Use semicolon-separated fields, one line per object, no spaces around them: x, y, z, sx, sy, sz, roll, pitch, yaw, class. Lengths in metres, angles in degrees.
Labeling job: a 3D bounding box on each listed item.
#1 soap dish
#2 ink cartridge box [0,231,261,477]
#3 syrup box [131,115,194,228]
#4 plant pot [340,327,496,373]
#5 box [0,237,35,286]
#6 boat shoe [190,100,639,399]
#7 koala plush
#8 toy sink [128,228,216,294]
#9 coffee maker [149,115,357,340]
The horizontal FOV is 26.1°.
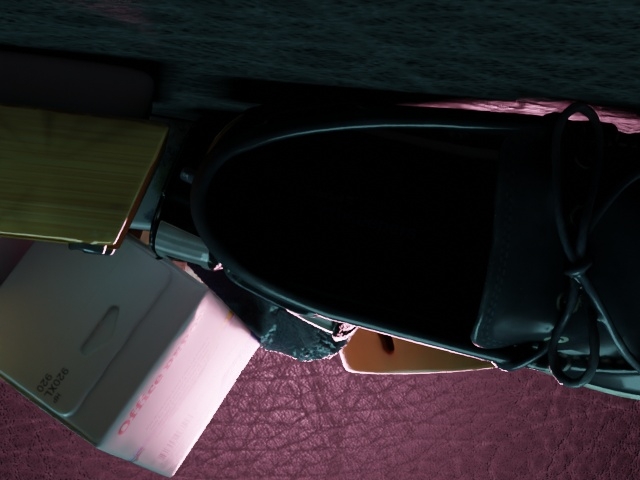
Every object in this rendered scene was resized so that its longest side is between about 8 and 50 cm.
-0.249;-0.060;0.919;0.291;0.118;0.229;6;178;-8;soap dish
-0.189;0.098;1.309;0.168;0.171;0.232;32;171;17;ink cartridge box
-0.134;-0.054;1.194;0.237;0.093;0.096;6;179;-40;syrup box
0.122;0.054;1.682;0.291;0.203;0.291;-2;179;0;plant pot
-0.434;-0.041;1.328;0.345;0.168;0.215;5;178;14;box
0.146;0.005;0.889;0.500;0.187;0.156;10;-175;12;boat shoe
0.000;0.000;1.464;0.196;0.203;0.221;-22;-170;36;koala plush
-0.177;-0.002;1.580;0.234;0.153;0.131;7;149;0;toy sink
-0.024;-0.030;1.100;0.178;0.171;0.120;26;160;11;coffee maker
